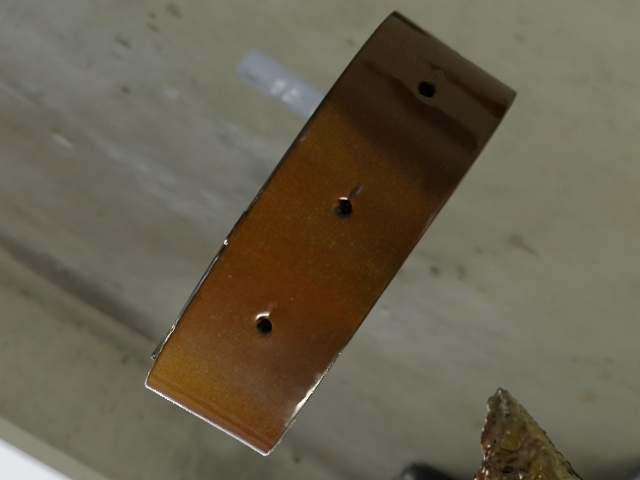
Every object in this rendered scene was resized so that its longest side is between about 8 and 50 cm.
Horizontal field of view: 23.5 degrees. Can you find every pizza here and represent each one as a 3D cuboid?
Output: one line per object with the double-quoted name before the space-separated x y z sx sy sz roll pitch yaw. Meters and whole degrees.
"pizza" 0.212 0.245 1.588 0.185 0.195 0.052 -13 171 -6

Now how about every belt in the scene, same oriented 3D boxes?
"belt" 0.000 0.000 1.114 0.122 0.339 0.217 34 -163 1
